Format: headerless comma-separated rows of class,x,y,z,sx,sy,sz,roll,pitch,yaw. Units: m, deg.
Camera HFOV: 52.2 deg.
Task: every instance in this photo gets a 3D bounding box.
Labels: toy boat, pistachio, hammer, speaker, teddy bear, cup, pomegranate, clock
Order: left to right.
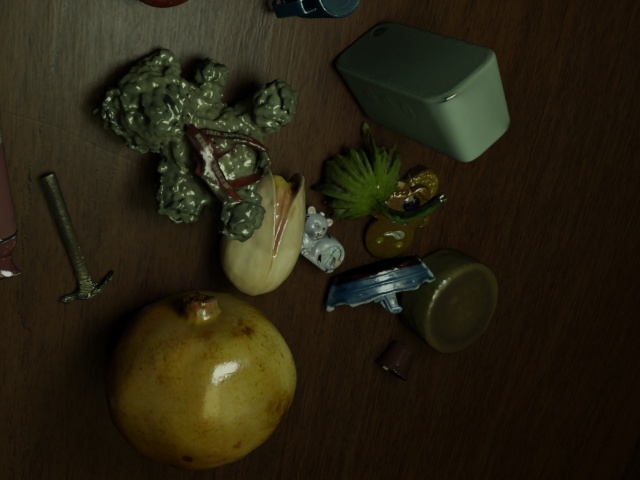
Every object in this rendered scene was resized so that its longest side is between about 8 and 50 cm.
hammer,-0.525,-0.004,1.370,0.125,0.027,0.297,-21,120,-20
teddy bear,-0.264,-0.212,1.324,0.367,0.224,0.357,21,85,-33
pomegranate,-0.259,0.283,1.431,0.417,0.417,0.416,-12,117,-26
pistachio,-0.126,-0.018,1.498,0.187,0.187,0.299,11,101,-33
cup,-0.011,-0.516,1.363,0.176,0.155,0.131,-37,124,-13
clock,0.000,0.000,1.647,0.176,0.080,0.117,40,88,-35
toy boat,0.160,0.134,1.755,0.309,0.129,0.142,-15,100,-5
speaker,0.222,-0.331,1.433,0.183,0.406,0.184,-40,130,-9

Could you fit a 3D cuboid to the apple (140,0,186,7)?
apple,-0.290,-0.534,1.196,0.201,0.162,0.201,-8,119,-15

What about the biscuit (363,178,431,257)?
biscuit,0.202,-0.052,1.735,0.180,0.039,0.236,10,121,-22

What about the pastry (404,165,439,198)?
pastry,0.269,-0.150,1.751,0.109,0.057,0.097,17,103,-33

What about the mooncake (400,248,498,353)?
mooncake,0.367,0.170,1.890,0.284,0.155,0.284,-11,114,-26

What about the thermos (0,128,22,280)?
thermos,-0.647,-0.072,1.216,0.136,0.109,0.330,-11,116,-27

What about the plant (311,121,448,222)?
plant,0.112,-0.116,1.522,0.180,0.333,0.251,36,103,-22

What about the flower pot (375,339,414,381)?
flower pot,0.230,0.349,1.928,0.111,0.111,0.089,43,75,-36
